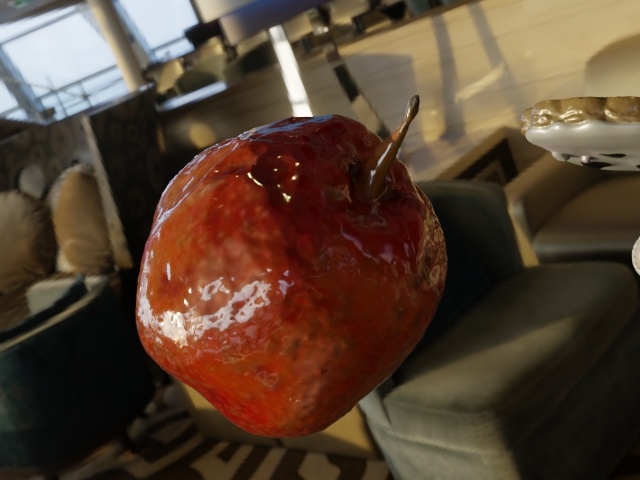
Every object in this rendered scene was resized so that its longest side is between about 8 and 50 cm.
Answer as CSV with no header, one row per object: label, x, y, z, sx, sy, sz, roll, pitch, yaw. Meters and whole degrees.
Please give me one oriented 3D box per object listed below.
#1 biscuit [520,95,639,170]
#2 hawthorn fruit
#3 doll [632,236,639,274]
biscuit,0.320,-0.105,0.934,0.181,0.049,0.208,3,-8,38
hawthorn fruit,0.000,0.000,0.575,0.243,0.207,0.207,-49,-3,36
doll,0.425,0.022,1.079,0.073,0.084,0.127,-48,-16,15
